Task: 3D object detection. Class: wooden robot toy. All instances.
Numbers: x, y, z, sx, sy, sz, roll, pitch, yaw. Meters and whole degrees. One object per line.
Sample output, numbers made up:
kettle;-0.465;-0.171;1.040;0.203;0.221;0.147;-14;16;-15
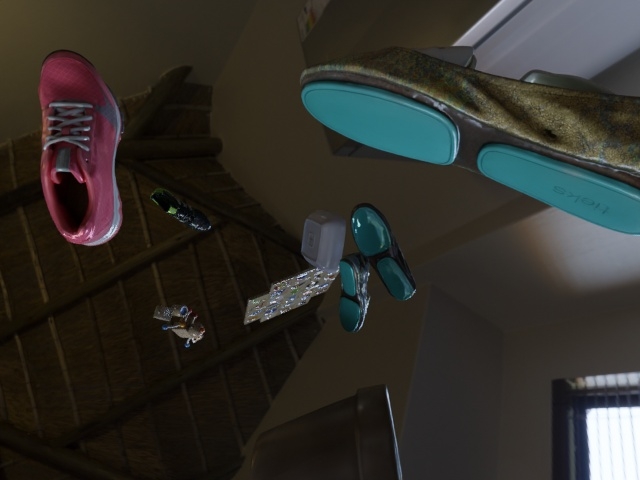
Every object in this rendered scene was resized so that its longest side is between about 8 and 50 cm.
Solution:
wooden robot toy;-0.309;0.197;0.984;0.173;0.078;0.076;62;-142;-46

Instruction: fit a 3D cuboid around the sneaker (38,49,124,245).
sneaker;-0.376;-0.143;0.650;0.115;0.136;0.314;-6;-82;-14

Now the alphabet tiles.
alphabet tiles;-0.081;0.154;1.190;0.284;0.343;0.011;-20;-110;-22

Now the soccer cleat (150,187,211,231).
soccer cleat;-0.384;-0.078;1.133;0.178;0.060;0.072;35;-168;-10

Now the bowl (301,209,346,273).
bowl;0.000;0.000;0.991;0.053;0.142;0.142;2;-77;-29

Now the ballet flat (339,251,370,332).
ballet flat;0.076;0.106;0.846;0.070;0.189;0.070;-1;-146;0

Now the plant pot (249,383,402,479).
plant pot;0.020;0.468;0.821;0.280;0.323;0.324;-8;-111;6

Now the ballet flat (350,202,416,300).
ballet flat;0.151;0.022;1.026;0.281;0.095;0.096;62;-161;-19

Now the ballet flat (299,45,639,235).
ballet flat;0.150;-0.118;0.385;0.348;0.123;0.123;25;-132;18
